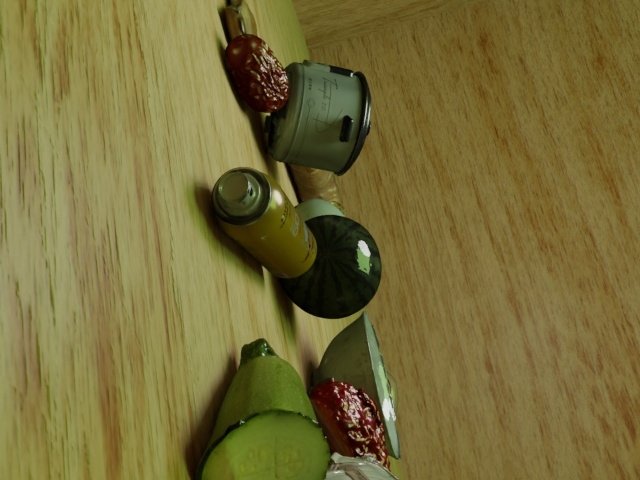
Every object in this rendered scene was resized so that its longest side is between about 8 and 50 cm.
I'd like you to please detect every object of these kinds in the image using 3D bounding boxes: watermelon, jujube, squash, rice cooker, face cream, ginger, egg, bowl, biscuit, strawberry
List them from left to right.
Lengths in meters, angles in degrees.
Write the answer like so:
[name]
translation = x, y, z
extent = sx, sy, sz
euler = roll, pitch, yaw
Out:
[biscuit]
translation = -0.174, -0.481, 1.546
extent = 0.299, 0.045, 0.154
euler = -96, 169, -56
[jujube]
translation = -0.129, -0.333, 1.382
extent = 0.112, 0.109, 0.176
euler = 37, -8, 33
[face cream]
translation = -0.085, -0.026, 1.057
extent = 0.348, 0.105, 0.105
euler = 56, 21, -72
[squash]
translation = -0.051, 0.199, 0.788
extent = 0.287, 0.137, 0.137
euler = -86, 161, -77
[ginger]
translation = -0.017, -0.168, 1.932
extent = 0.190, 0.126, 0.354
euler = -114, -172, -59
[egg]
translation = 0.000, 0.000, 1.545
extent = 0.149, 0.149, 0.192
euler = -37, 110, -83
[rice cooker]
translation = 0.004, -0.276, 1.565
extent = 0.280, 0.227, 0.241
euler = -130, -129, -70
[watermelon]
translation = 0.020, 0.052, 1.357
extent = 0.212, 0.212, 0.212
euler = -14, 90, -84
[bowl]
translation = 0.065, 0.316, 1.450
extent = 0.313, 0.146, 0.313
euler = -15, 90, -83
[strawberry]
translation = 0.071, 0.345, 1.225
extent = 0.236, 0.111, 0.190
euler = 55, -23, 19

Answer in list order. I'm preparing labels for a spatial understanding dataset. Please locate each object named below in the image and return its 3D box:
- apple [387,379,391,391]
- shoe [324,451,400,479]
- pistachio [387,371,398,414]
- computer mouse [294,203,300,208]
[apple]
translation = 0.102, 0.373, 1.704
extent = 0.131, 0.146, 0.146
euler = -52, 129, -70
[shoe]
translation = 0.025, 0.388, 0.963
extent = 0.198, 0.172, 0.351
euler = 33, -5, 42
[pistachio]
translation = 0.170, 0.485, 2.114
extent = 0.215, 0.144, 0.144
euler = -88, 164, -47
[computer mouse]
translation = 0.000, 0.036, 1.712
extent = 0.170, 0.100, 0.269
euler = 71, 8, -54
